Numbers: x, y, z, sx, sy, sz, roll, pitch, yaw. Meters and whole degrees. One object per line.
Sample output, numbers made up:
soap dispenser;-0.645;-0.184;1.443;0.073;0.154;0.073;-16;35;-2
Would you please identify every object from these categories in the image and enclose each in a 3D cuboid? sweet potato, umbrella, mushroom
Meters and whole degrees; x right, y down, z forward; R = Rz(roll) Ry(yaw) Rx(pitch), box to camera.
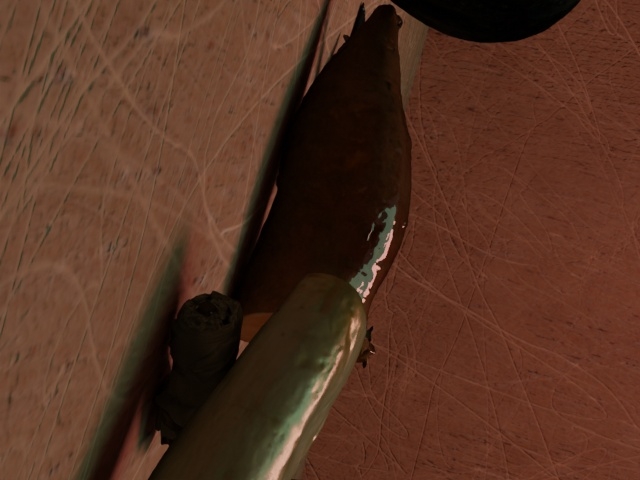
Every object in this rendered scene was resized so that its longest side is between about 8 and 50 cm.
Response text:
sweet potato;0.025;-0.061;1.161;0.131;0.131;0.337;86;21;-77
umbrella;-0.083;0.098;0.890;0.067;0.062;0.143;-113;-155;-44
mushroom;-0.059;0.148;0.804;0.312;0.081;0.100;-53;164;-37

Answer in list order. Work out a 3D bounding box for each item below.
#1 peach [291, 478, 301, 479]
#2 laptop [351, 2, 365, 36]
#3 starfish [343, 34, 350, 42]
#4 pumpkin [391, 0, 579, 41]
peach;-0.032;0.380;1.601;0.197;0.197;0.197;16;90;-86
laptop;0.034;-0.180;1.568;0.197;0.016;0.135;92;13;-72
starfish;0.019;-0.122;1.311;0.217;0.050;0.224;-55;-153;37
pumpkin;0.161;-0.331;1.146;0.323;0.241;0.323;15;90;-84
